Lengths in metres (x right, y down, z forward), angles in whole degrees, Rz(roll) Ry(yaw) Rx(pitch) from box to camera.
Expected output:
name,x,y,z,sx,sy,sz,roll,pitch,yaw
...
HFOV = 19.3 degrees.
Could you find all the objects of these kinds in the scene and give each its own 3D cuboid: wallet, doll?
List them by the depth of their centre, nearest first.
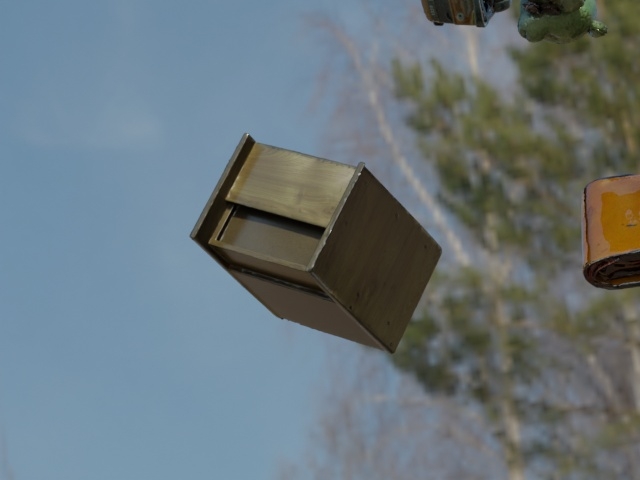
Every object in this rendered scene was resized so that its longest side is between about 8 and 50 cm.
name,x,y,z,sx,sy,sz,roll,pitch,yaw
wallet,0.326,-0.019,1.655,0.195,0.161,0.042,-11,-65,14
doll,0.203,-0.239,1.786,0.077,0.115,0.150,-46,-48,-4

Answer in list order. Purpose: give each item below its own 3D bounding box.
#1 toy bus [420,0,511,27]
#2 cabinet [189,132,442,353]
name,x,y,z,sx,sy,sz,roll,pitch,yaw
toy bus,0.186,-0.330,2.250,0.103,0.182,0.091,4,-55,30
cabinet,0.000,0.000,2.122,0.175,0.148,0.215,15,-18,36
